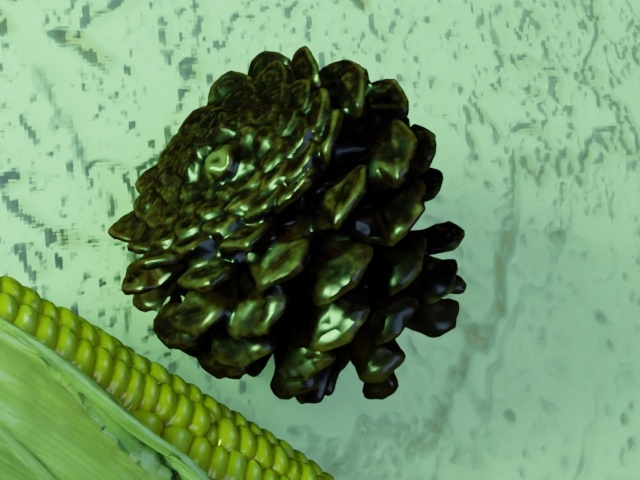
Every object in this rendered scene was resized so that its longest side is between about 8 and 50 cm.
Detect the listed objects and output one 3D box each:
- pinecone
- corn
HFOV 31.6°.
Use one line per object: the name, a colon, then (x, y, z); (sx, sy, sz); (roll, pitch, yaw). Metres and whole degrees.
pinecone: (-0.003, 0.005, 0.547); (0.165, 0.163, 0.163); (48, 61, -38)
corn: (-0.085, 0.119, 0.497); (0.305, 0.122, 0.123); (35, 103, -22)
